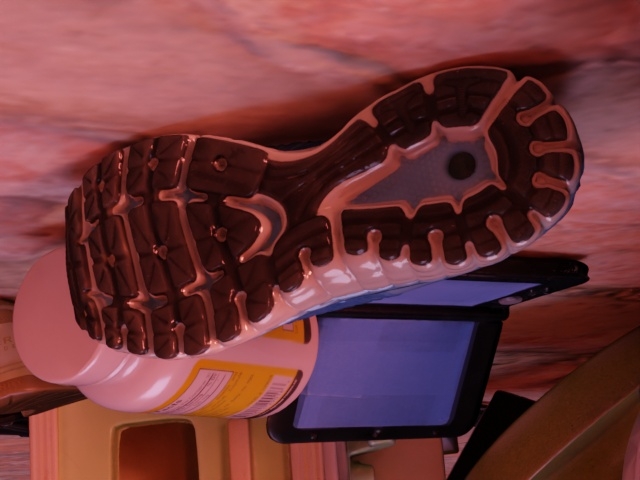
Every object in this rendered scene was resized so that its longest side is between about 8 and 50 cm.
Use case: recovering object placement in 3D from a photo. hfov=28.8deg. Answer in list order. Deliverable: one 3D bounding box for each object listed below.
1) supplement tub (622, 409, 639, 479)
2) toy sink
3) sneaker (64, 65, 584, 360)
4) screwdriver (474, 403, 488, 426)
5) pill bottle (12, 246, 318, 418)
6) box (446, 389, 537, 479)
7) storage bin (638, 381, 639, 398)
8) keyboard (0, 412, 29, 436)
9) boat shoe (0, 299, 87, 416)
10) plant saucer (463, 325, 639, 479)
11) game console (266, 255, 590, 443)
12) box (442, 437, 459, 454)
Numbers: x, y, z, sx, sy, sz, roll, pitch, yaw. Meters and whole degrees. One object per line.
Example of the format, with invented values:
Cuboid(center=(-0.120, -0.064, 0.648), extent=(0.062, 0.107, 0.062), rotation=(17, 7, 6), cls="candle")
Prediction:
Cuboid(center=(0.270, 0.098, 0.481), extent=(0.241, 0.241, 0.331), rotation=(-3, 167, -7), cls="supplement tub")
Cuboid(center=(-0.043, 0.140, 0.742), extent=(0.234, 0.153, 0.131), rotation=(-5, 167, 5), cls="toy sink")
Cuboid(center=(0.000, 0.000, 0.359), extent=(0.162, 0.063, 0.073), rotation=(-10, 169, 21), cls="sneaker")
Cuboid(center=(0.114, 0.159, 1.183), extent=(0.170, 0.025, 0.024), rotation=(17, 157, -36), cls="screwdriver")
Cuboid(center=(-0.057, 0.034, 0.473), extent=(0.065, 0.065, 0.116), rotation=(-13, 164, 31), cls="pill bottle")
Cuboid(center=(0.289, 0.287, 0.981), extent=(0.312, 0.179, 0.343), rotation=(34, 171, -17), cls="box")
Cuboid(center=(0.117, -0.013, 0.282), extent=(0.098, 0.091, 0.135), rotation=(-8, 167, 14), cls="storage bin")
Cuboid(center=(-0.267, 0.094, 0.728), extent=(0.201, 0.033, 0.317), rotation=(-2, 169, 21), cls="keyboard")
Cuboid(center=(-0.135, 0.057, 0.612), extent=(0.056, 0.048, 0.153), rotation=(-19, 172, 5), cls="boat shoe")
Cuboid(center=(0.165, 0.118, 0.759), extent=(0.241, 0.037, 0.241), rotation=(-32, 156, -16), cls="plant saucer")
Cuboid(center=(0.049, 0.051, 0.569), extent=(0.122, 0.071, 0.107), rotation=(3, 165, -31), cls="game console")
Cuboid(center=(-0.015, 0.143, 0.976), extent=(0.232, 0.058, 0.322), rotation=(-6, 165, 7), cls="box")
